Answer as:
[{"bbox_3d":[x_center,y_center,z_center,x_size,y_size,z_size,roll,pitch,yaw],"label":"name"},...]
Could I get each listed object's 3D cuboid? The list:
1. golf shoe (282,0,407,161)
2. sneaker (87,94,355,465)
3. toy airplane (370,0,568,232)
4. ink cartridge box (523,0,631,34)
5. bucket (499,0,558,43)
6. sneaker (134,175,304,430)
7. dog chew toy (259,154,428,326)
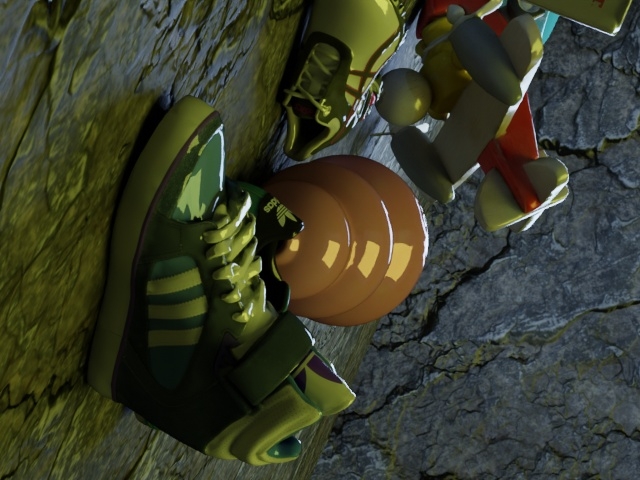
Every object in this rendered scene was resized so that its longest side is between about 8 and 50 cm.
[{"bbox_3d":[0.019,-0.189,1.626,0.120,0.105,0.273,-53,165,-30],"label":"golf shoe"},{"bbox_3d":[-0.062,0.052,1.308,0.130,0.236,0.322,-52,163,-59],"label":"sneaker"},{"bbox_3d":[0.213,-0.187,2.211,0.384,0.273,0.386,-124,-144,-63],"label":"toy airplane"},{"bbox_3d":[0.258,-0.404,1.803,0.129,0.308,0.223,-26,139,-76],"label":"ink cartridge box"},{"bbox_3d":[0.318,-0.458,2.410,0.281,0.183,0.281,23,90,-81],"label":"bucket"},{"bbox_3d":[-0.104,0.082,1.505,0.108,0.121,0.302,-51,162,-59],"label":"sneaker"},{"bbox_3d":[0.000,0.000,1.712,0.206,0.207,0.332,-68,162,7],"label":"dog chew toy"}]
